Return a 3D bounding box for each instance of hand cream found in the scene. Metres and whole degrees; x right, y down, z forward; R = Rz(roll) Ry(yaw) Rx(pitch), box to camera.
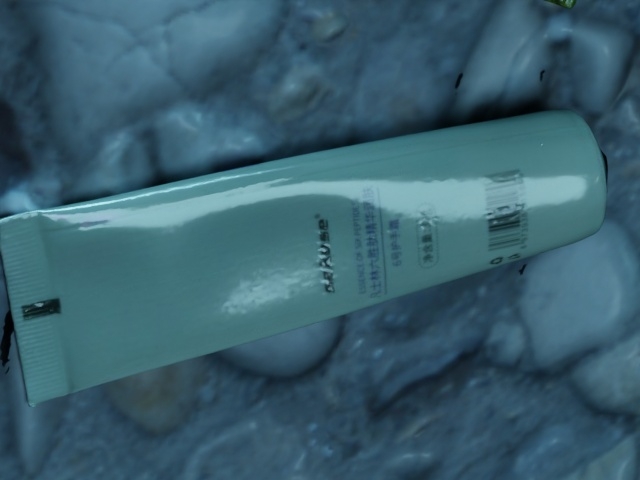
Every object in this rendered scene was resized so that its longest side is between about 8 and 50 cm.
[{"bbox_3d":[0.000,0.000,1.000,0.320,0.067,0.109,-15,123,-16],"label":"hand cream"}]

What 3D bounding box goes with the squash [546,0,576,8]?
[{"bbox_3d":[0.167,-0.199,0.972,0.066,0.066,0.201,32,97,-37],"label":"squash"}]
